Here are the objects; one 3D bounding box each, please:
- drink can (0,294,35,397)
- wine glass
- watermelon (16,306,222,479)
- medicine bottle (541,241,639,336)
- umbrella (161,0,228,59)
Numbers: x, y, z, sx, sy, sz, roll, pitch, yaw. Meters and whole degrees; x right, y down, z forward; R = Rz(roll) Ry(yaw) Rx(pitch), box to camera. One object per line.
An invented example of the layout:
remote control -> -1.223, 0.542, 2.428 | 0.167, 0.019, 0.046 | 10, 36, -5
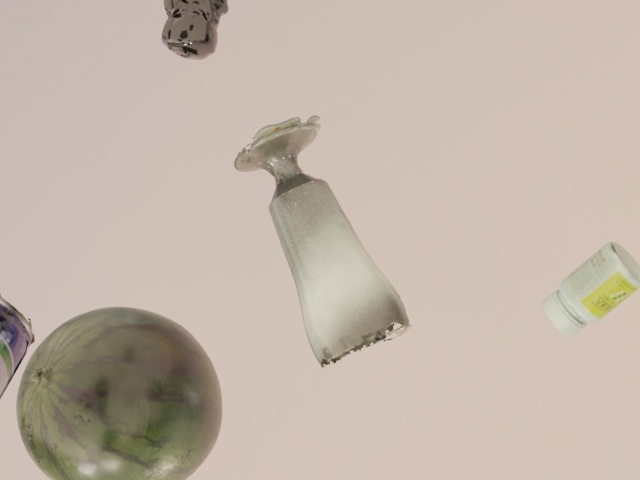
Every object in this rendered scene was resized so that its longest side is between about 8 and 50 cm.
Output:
drink can -> -0.312, 0.146, 0.908 | 0.097, 0.097, 0.235 | -4, -134, 30
wine glass -> 0.000, 0.000, 0.789 | 0.072, 0.072, 0.155 | -27, -101, 12
watermelon -> -0.239, 0.195, 1.426 | 0.242, 0.242, 0.242 | -18, -132, 20
medicine bottle -> 0.234, 0.043, 1.025 | 0.083, 0.047, 0.047 | -44, -140, 23
umbrella -> -0.102, -0.354, 1.151 | 0.113, 0.106, 0.358 | 9, -94, 26
